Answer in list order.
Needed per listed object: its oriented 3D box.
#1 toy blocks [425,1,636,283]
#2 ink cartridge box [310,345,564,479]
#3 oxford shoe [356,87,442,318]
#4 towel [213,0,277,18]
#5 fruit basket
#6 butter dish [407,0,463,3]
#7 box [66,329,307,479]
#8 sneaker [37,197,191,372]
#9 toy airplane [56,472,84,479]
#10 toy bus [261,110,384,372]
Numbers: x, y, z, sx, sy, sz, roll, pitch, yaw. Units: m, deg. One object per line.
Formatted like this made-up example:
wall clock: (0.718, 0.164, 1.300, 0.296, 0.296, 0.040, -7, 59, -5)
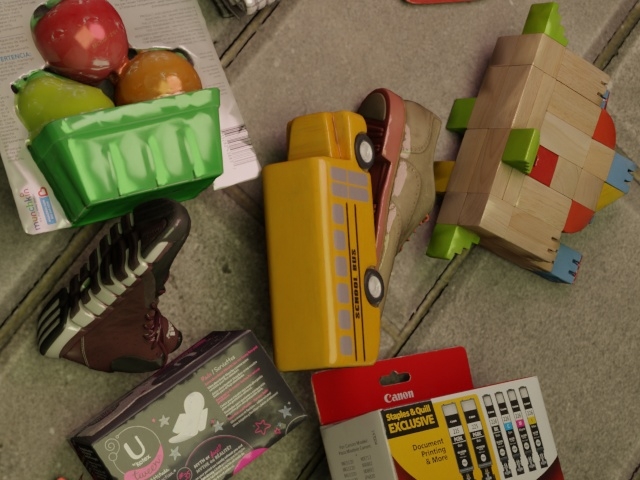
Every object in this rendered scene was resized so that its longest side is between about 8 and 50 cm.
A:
toy blocks: (0.330, -0.108, 2.084, 0.261, 0.191, 0.381, 25, 79, -33)
ink cartridge box: (0.161, 0.275, 1.938, 0.309, 0.130, 0.271, -7, 79, -42)
oxford shoe: (0.100, -0.027, 1.994, 0.130, 0.123, 0.348, 14, 85, -31)
towel: (-0.090, -0.455, 1.927, 0.235, 0.121, 0.283, -35, 102, -24)
fruit basket: (-0.276, -0.200, 1.837, 0.327, 0.165, 0.353, -16, 75, -29)
butter dish: (0.193, -0.421, 2.047, 0.160, 0.118, 0.160, -8, 92, -23)
box: (-0.172, 0.234, 1.841, 0.247, 0.163, 0.142, -35, 99, -20)
sneaker: (-0.214, 0.069, 1.816, 0.162, 0.281, 0.106, 30, 33, -31)
toy airplane: (-0.328, 0.365, 1.841, 0.151, 0.028, 0.151, 1, 87, -22)
toy bus: (0.000, 0.000, 1.876, 0.130, 0.108, 0.332, 6, 79, -56)
